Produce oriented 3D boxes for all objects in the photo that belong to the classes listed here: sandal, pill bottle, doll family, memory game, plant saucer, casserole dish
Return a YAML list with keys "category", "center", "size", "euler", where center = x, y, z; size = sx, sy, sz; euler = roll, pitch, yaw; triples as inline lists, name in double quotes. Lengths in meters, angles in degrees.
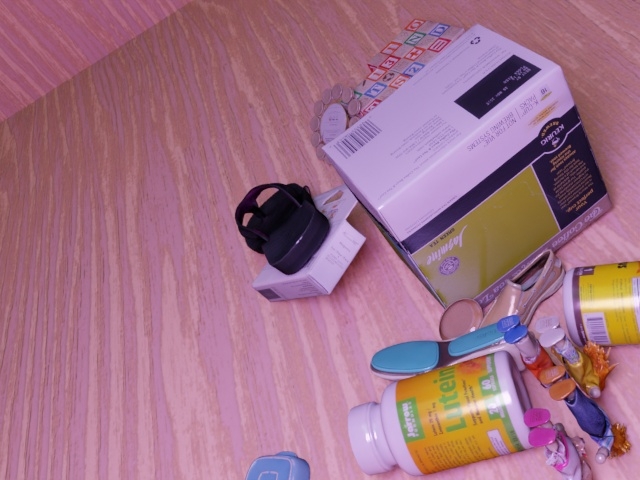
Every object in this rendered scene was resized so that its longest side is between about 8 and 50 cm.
- category: "sandal"
  center: [-0.092, -0.052, 1.438]
  size: [0.168, 0.107, 0.445]
  euler: [-54, 17, -3]
- category: "pill bottle"
  center: [0.169, 0.254, 1.039]
  size: [0.245, 0.136, 0.136]
  euler: [-21, 42, 18]
- category: "doll family"
  center: [0.337, 0.204, 0.955]
  size: [0.118, 0.163, 0.263]
  euler: [-29, 33, 23]
- category: "memory game"
  center: [0.033, -0.263, 1.662]
  size: [0.186, 0.012, 0.186]
  euler: [-5, 84, 53]
- category: "plant saucer"
  center: [0.221, 0.129, 1.171]
  size: [0.083, 0.083, 0.015]
  euler: [-42, 29, -7]
- category: "pill bottle"
  center: [0.456, 0.085, 1.018]
  size: [0.214, 0.117, 0.117]
  euler: [-8, 47, 29]
- category: "casserole dish"
  center: [-0.083, 0.411, 1.143]
  size: [0.114, 0.037, 0.189]
  euler: [-9, 47, 29]

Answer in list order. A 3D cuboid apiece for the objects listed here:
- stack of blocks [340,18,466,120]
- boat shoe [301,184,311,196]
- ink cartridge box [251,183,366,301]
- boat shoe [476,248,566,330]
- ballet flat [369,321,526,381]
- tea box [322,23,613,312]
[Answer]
- category: "stack of blocks"
  center: [0.188, -0.372, 1.686]
  size: [0.297, 0.087, 0.171]
  euler: [-45, 40, -11]
- category: "boat shoe"
  center: [-0.035, -0.076, 1.588]
  size: [0.038, 0.046, 0.125]
  euler: [-30, 31, 15]
- category: "ink cartridge box"
  center: [0.000, 0.000, 1.386]
  size: [0.239, 0.060, 0.275]
  euler: [-55, 16, -22]
- category: "boat shoe"
  center: [0.307, 0.088, 1.156]
  size: [0.190, 0.072, 0.068]
  euler: [-47, 41, -13]
- category: "ballet flat"
  center: [0.198, 0.192, 1.126]
  size: [0.248, 0.086, 0.086]
  euler: [-16, 43, 26]
- category: "tea box"
  center: [0.241, -0.100, 1.185]
  size: [0.329, 0.324, 0.220]
  euler: [-38, 39, 1]
